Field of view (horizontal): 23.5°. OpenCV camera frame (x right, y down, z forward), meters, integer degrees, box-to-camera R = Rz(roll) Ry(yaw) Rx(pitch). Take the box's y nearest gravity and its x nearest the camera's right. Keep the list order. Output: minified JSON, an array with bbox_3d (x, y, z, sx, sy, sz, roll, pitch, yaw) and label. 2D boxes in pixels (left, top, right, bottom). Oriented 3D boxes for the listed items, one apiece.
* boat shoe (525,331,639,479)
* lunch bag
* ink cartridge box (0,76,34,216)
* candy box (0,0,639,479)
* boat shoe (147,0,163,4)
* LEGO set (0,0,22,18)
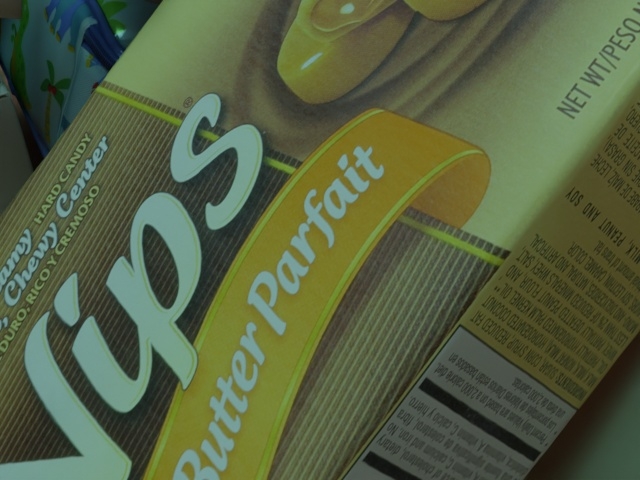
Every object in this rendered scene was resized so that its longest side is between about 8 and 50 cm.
[{"bbox_3d":[0.130,0.051,0.505,0.324,0.096,0.117,17,91,37],"label":"boat shoe"},{"bbox_3d":[-0.049,-0.093,0.688,0.176,0.090,0.219,1,34,-28],"label":"lunch bag"},{"bbox_3d":[-0.182,-0.042,0.692,0.090,0.092,0.143,-21,42,-13],"label":"ink cartridge box"},{"bbox_3d":[0.000,0.000,0.491,0.316,0.087,0.183,-53,47,2],"label":"candy box"},{"bbox_3d":[0.010,-0.183,0.619,0.119,0.121,0.335,-23,7,33],"label":"boat shoe"},{"bbox_3d":[-0.191,-0.129,0.651,0.093,0.087,0.227,-3,37,-20],"label":"LEGO set"}]
